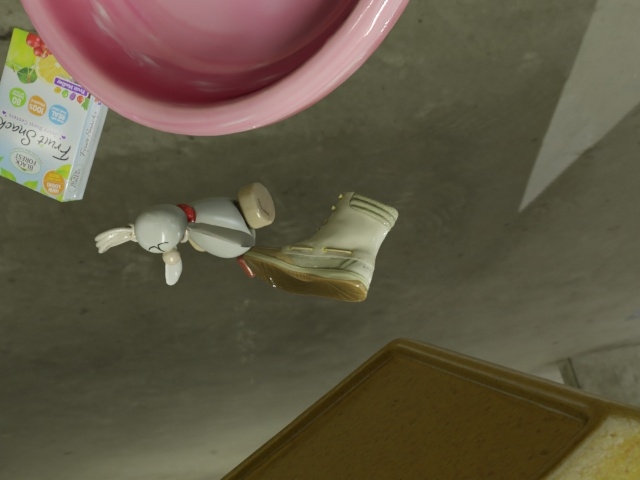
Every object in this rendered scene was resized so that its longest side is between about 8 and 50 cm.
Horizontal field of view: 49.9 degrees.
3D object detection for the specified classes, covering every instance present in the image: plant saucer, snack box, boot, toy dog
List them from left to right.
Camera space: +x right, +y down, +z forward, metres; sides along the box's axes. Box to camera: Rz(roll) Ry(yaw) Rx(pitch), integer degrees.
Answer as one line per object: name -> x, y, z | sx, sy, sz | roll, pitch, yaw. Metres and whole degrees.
snack box -> -0.264, -0.121, 0.668 | 0.100, 0.141, 0.037 | 23, -168, 12
toy dog -> -0.191, 0.008, 1.177 | 0.220, 0.160, 0.334 | -23, 179, 40
plant saucer -> -0.067, -0.236, 0.436 | 0.332, 0.332, 0.084 | -27, 179, 31
boot -> 0.000, 0.000, 1.056 | 0.213, 0.165, 0.077 | 9, 148, 29
plant saucer -> 0.031, 0.173, 0.409 | 0.333, 0.081, 0.333 | -36, -166, -17
